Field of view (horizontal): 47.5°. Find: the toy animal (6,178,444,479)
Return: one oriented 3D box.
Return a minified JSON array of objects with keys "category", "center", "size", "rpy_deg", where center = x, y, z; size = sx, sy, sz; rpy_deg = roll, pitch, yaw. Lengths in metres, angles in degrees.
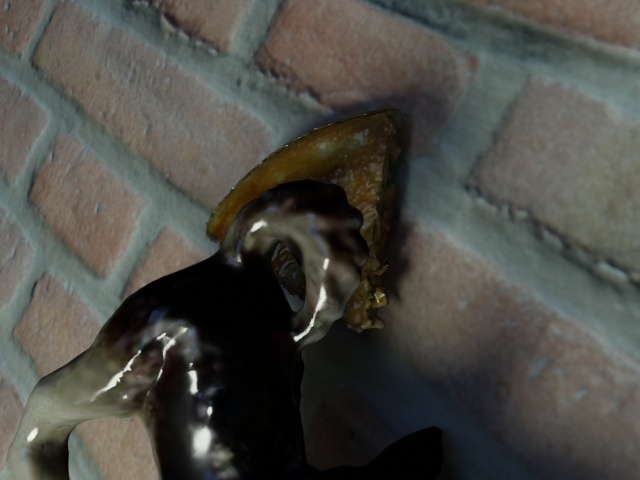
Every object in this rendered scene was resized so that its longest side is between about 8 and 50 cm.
[{"category":"toy animal","center":[-0.028,0.153,0.486],"size":[0.303,0.194,0.344],"rpy_deg":[-42,73,20]}]

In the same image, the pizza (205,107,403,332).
[{"category":"pizza","center":[0.000,0.000,0.609],"size":[0.201,0.053,0.193],"rpy_deg":[-23,61,17]}]
